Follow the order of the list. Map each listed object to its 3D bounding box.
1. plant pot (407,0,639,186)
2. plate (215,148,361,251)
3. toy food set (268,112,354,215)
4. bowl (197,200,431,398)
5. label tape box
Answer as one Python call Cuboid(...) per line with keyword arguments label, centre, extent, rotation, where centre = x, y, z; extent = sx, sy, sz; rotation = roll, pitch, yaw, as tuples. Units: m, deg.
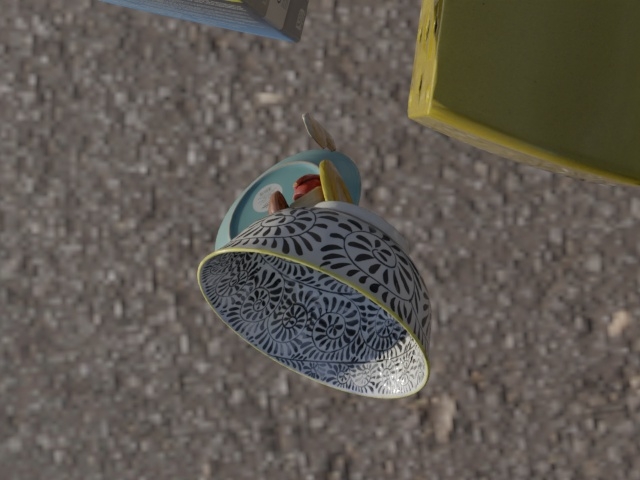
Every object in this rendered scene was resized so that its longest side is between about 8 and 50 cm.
Cuboid(label="plant pot", centre=(0.178, -0.160, 1.425), extent=(0.212, 0.187, 0.212), rotation=(-143, 59, -85))
Cuboid(label="plate", centre=(-0.041, -0.029, 1.853), extent=(0.188, 0.024, 0.188), rotation=(-24, 42, 23))
Cuboid(label="toy food set", centre=(0.000, 0.000, 1.611), extent=(0.071, 0.128, 0.218), rotation=(-19, 85, 9))
Cuboid(label="bowl", centre=(0.010, 0.027, 1.156), extent=(0.170, 0.170, 0.080), rotation=(-5, 48, 47))
Cuboid(label="label tape box", centre=(-0.161, -0.299, 1.726), extent=(0.249, 0.347, 0.115), rotation=(14, 88, 12))
